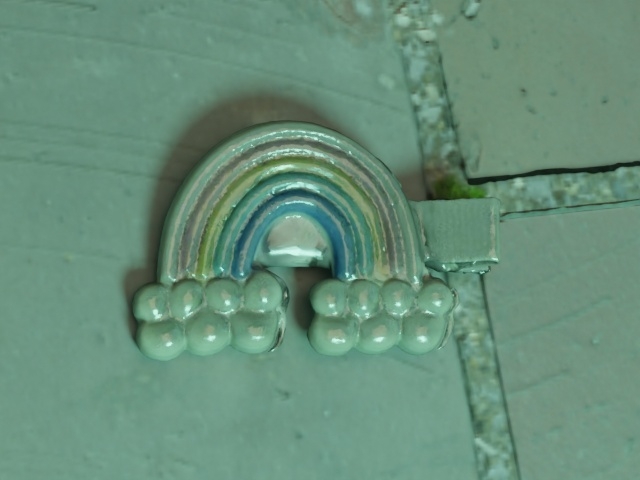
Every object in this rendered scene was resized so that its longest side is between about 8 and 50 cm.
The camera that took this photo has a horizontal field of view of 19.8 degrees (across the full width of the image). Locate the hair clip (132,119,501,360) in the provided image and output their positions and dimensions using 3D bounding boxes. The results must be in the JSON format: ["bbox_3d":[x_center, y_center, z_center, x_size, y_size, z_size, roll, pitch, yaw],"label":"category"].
[{"bbox_3d":[0.000,0.000,1.068,0.220,0.054,0.140,1,82,-13],"label":"hair clip"}]
